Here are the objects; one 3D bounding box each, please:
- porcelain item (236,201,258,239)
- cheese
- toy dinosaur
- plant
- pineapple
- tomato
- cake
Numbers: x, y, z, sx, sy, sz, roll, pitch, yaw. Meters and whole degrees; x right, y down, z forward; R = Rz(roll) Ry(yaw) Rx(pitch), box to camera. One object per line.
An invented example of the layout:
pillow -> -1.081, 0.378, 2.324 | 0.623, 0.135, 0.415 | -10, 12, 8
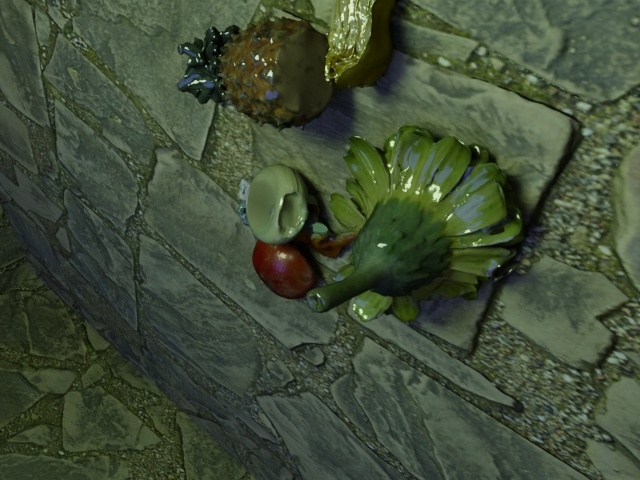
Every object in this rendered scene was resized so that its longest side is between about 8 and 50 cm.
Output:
porcelain item -> -0.139, -0.041, 1.065 | 0.036, 0.028, 0.083 | -16, 107, 35
cheese -> -0.097, -0.072, 0.937 | 0.227, 0.064, 0.137 | 28, 107, 57
toy dinosaur -> -0.002, -0.001, 0.927 | 0.212, 0.057, 0.142 | 35, 153, 24
plant -> 0.127, 0.013, 0.681 | 0.261, 0.297, 0.306 | 6, 114, 3
pineapple -> -0.110, -0.238, 0.782 | 0.310, 0.141, 0.170 | 19, 159, 47
tomato -> -0.081, 0.058, 1.026 | 0.155, 0.069, 0.156 | 37, 154, 21
cake -> 0.066, -0.270, 0.634 | 0.079, 0.116, 0.185 | 12, 97, 36
